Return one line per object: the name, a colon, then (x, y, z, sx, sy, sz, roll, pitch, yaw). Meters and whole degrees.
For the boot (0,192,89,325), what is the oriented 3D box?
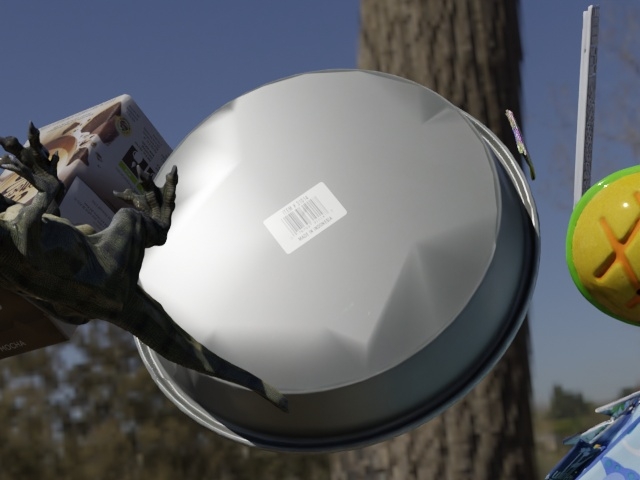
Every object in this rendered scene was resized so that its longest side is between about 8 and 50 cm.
boot: (-0.344, -0.002, 1.562, 0.246, 0.083, 0.161, 41, -26, -28)

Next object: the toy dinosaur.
toy dinosaur: (-0.120, 0.002, 0.819, 0.064, 0.118, 0.268, -33, -45, 25)

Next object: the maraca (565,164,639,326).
maraca: (0.279, 0.005, 1.164, 0.185, 0.127, 0.099, 3, 11, 4)

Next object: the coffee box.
coffee box: (-0.302, -0.014, 1.728, 0.168, 0.297, 0.119, -16, -58, 37)

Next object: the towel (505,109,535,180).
towel: (0.257, -0.123, 1.971, 0.009, 0.083, 0.060, -21, -40, 10)

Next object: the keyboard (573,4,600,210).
keyboard: (0.326, -0.156, 1.869, 0.014, 0.256, 0.072, 6, 10, 22)

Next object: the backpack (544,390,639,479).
backpack: (0.286, 0.180, 0.929, 0.355, 0.290, 0.273, -42, -29, 6)

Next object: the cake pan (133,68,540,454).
cake pan: (0.000, 0.000, 1.044, 0.293, 0.293, 0.054, -8, -32, 12)
